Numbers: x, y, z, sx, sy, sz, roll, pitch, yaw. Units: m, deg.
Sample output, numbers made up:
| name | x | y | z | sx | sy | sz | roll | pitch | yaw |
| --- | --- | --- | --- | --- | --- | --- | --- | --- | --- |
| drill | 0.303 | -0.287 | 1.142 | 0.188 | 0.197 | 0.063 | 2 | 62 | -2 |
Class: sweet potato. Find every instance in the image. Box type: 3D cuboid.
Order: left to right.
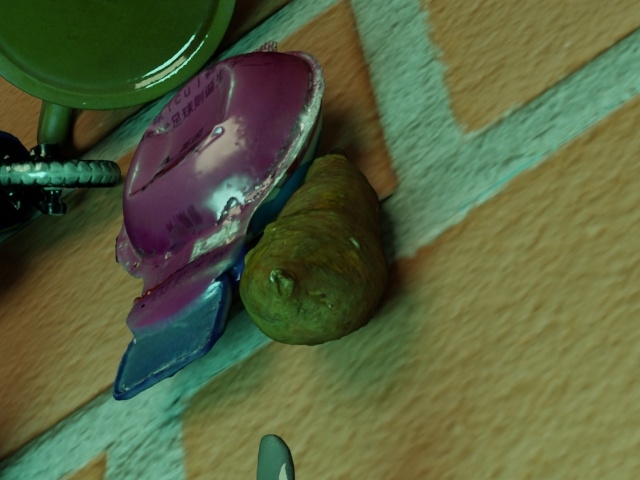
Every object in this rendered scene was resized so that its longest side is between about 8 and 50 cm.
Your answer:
| name | x | y | z | sx | sy | sz | roll | pitch | yaw |
| --- | --- | --- | --- | --- | --- | --- | --- | --- | --- |
| sweet potato | 0.002 | 0.007 | 0.782 | 0.068 | 0.068 | 0.226 | -34 | 10 | 16 |

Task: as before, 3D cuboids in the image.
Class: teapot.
| name | x | y | z | sx | sy | sz | roll | pitch | yaw |
| --- | --- | --- | --- | --- | --- | --- | --- | --- | --- |
| teapot | -0.149 | -0.186 | 1.113 | 0.175 | 0.186 | 0.267 | -99 | 25 | -63 |

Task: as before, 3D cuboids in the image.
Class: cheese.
| name | x | y | z | sx | sy | sz | roll | pitch | yaw |
| --- | --- | --- | --- | --- | --- | --- | --- | --- | --- |
| cheese | -0.057 | -0.018 | 0.873 | 0.155 | 0.062 | 0.244 | -33 | 31 | 32 |

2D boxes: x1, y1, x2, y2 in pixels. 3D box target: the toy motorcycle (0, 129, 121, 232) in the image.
| name | x | y | z | sx | sy | sz | roll | pitch | yaw |
| --- | --- | --- | --- | --- | --- | --- | --- | --- | --- |
| toy motorcycle | -0.285 | -0.032 | 1.059 | 0.316 | 0.113 | 0.169 | -4 | 2 | -9 |

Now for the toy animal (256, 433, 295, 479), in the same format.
| name | x | y | z | sx | sy | sz | roll | pitch | yaw |
| --- | --- | --- | --- | --- | --- | --- | --- | --- | --- |
| toy animal | -0.091 | 0.250 | 0.541 | 0.367 | 0.081 | 0.206 | -50 | 32 | 3 |
